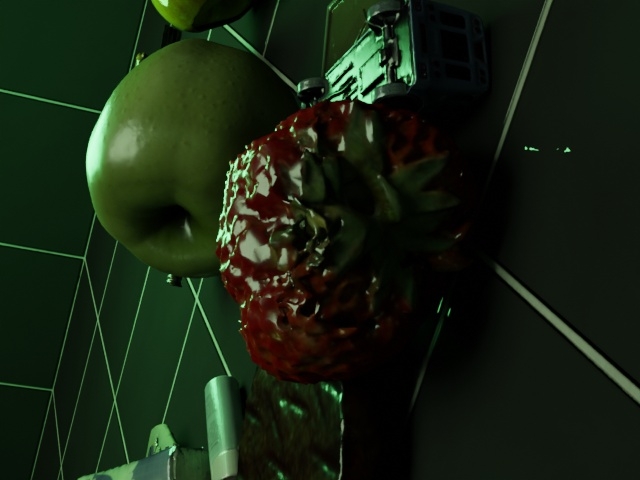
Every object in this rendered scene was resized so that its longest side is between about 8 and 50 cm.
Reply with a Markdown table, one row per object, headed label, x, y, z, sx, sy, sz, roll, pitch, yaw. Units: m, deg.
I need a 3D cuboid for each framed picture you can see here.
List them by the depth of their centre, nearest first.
| label | x | y | z | sx | sy | sz | roll | pitch | yaw |
| --- | --- | --- | --- | --- | --- | --- | --- | --- | --- |
| framed picture | 0.055 | -0.308 | 1.610 | 0.250 | 0.016 | 0.184 | 149 | 129 | -64 |

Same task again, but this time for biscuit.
| label | x | y | z | sx | sy | sz | roll | pitch | yaw |
| --- | --- | --- | --- | --- | --- | --- | --- | --- | --- |
| biscuit | -0.011 | 0.276 | 1.381 | 0.407 | 0.091 | 0.407 | -171 | 90 | -71 |

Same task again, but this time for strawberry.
| label | x | y | z | sx | sy | sz | roll | pitch | yaw |
| --- | --- | --- | --- | --- | --- | --- | --- | --- | --- |
| strawberry | 0.000 | 0.000 | 1.214 | 0.312 | 0.267 | 0.351 | -60 | 17 | -8 |

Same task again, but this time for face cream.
| label | x | y | z | sx | sy | sz | roll | pitch | yaw |
| --- | --- | --- | --- | --- | --- | --- | --- | --- | --- |
| face cream | -0.151 | 0.315 | 1.782 | 0.198 | 0.057 | 0.084 | -101 | 30 | -41 |

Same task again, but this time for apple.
| label | x | y | z | sx | sy | sz | roll | pitch | yaw |
| --- | --- | --- | --- | --- | --- | --- | --- | --- | --- |
| apple | -0.178 | -0.126 | 1.696 | 0.357 | 0.357 | 0.357 | -169 | 90 | -70 |
| apple | -0.226 | -0.515 | 2.153 | 0.237 | 0.237 | 0.207 | -37 | 68 | 62 |

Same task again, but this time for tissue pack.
| label | x | y | z | sx | sy | sz | roll | pitch | yaw |
| --- | --- | --- | --- | --- | --- | --- | --- | --- | --- |
| tissue pack | -0.301 | 0.496 | 1.862 | 0.343 | 0.125 | 0.242 | -26 | 59 | 44 |

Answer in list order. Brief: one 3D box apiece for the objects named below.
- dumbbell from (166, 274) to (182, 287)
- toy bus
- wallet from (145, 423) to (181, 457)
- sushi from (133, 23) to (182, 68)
| label | x | y | z | sx | sy | sz | roll | pitch | yaw |
| --- | --- | --- | --- | --- | --- | --- | --- | --- | --- |
| dumbbell | -0.232 | -0.114 | 2.046 | 0.179 | 0.179 | 0.406 | -161 | 83 | -70 |
| toy bus | 0.075 | -0.167 | 1.315 | 0.292 | 0.133 | 0.125 | 143 | 129 | -58 |
| wallet | -0.298 | 0.504 | 2.054 | 0.335 | 0.068 | 0.275 | -137 | 61 | -64 |
| sushi | -0.323 | -0.259 | 2.053 | 0.292 | 0.059 | 0.294 | -97 | 19 | -80 |
